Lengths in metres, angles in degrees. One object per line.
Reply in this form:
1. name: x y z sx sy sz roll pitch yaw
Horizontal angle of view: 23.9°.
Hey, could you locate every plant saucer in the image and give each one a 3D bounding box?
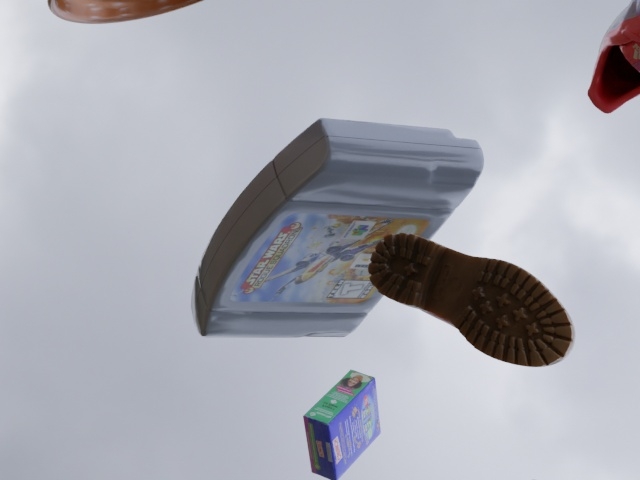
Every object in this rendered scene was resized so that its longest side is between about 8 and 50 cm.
1. plant saucer: -0.145 -0.243 1.324 0.200 0.200 0.037 -25 -101 55

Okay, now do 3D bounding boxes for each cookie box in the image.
1. cookie box: 0.028 0.228 1.868 0.040 0.107 0.091 14 -54 31

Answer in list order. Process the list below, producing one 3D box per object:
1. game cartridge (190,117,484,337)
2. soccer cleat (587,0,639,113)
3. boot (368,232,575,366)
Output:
1. game cartridge: 0.000 0.000 1.424 0.297 0.198 0.062 -54 -131 43
2. soccer cleat: 0.281 -0.184 1.195 0.083 0.095 0.248 35 -23 3
3. boot: 0.114 0.042 0.996 0.158 0.085 0.059 28 -87 40
